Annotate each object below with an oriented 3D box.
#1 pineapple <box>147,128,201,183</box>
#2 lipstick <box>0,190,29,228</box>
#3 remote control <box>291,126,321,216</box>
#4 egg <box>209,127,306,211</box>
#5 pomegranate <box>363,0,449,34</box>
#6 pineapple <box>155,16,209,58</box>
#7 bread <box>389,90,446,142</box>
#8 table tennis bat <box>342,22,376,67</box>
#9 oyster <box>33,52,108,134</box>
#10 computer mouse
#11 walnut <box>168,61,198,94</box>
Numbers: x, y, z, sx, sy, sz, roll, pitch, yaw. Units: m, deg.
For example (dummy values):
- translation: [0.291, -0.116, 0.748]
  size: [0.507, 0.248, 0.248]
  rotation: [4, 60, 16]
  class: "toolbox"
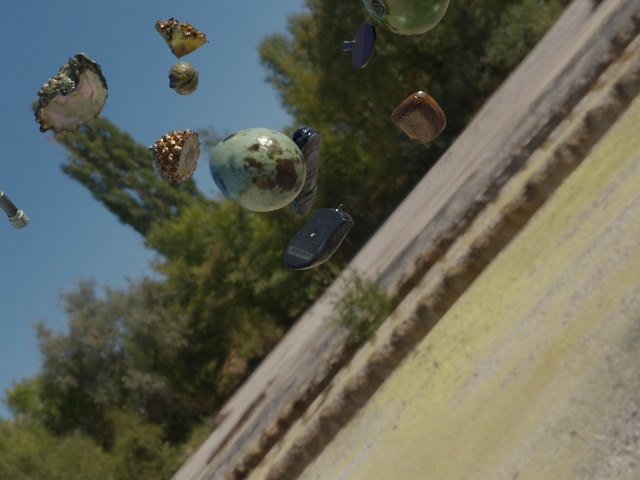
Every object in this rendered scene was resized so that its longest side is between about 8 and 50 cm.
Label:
- translation: [-0.448, -0.261, 2.582]
  size: [0.176, 0.137, 0.161]
  rotation: [-33, -43, -74]
  class: "pineapple"
- translation: [-0.681, -0.075, 1.891]
  size: [0.037, 0.037, 0.116]
  rotation: [-49, -44, -22]
  class: "lipstick"
- translation: [-0.048, -0.179, 2.268]
  size: [0.090, 0.066, 0.266]
  rotation: [-33, -36, -36]
  class: "remote control"
- translation: [-0.133, -0.146, 1.764]
  size: [0.231, 0.169, 0.169]
  rotation: [17, 56, 41]
  class: "egg"
- translation: [0.182, -0.526, 1.826]
  size: [0.190, 0.159, 0.241]
  rotation: [-16, 39, 11]
  class: "pomegranate"
- translation: [-0.291, -0.410, 1.758]
  size: [0.114, 0.114, 0.077]
  rotation: [-43, -25, -85]
  class: "pineapple"
- translation: [0.260, -0.317, 2.296]
  size: [0.126, 0.129, 0.044]
  rotation: [-33, 26, 33]
  class: "bread"
- translation: [0.083, -0.420, 1.879]
  size: [0.158, 0.014, 0.095]
  rotation: [-153, 70, -66]
  class: "table tennis bat"
- translation: [-0.692, -0.405, 2.428]
  size: [0.198, 0.092, 0.259]
  rotation: [-15, -27, -40]
  class: "oyster"
- translation: [0.000, 0.000, 2.685]
  size: [0.147, 0.088, 0.264]
  rotation: [25, 71, 44]
  class: "computer mouse"
- translation: [-0.348, -0.412, 2.214]
  size: [0.092, 0.092, 0.092]
  rotation: [-49, 0, 0]
  class: "walnut"
